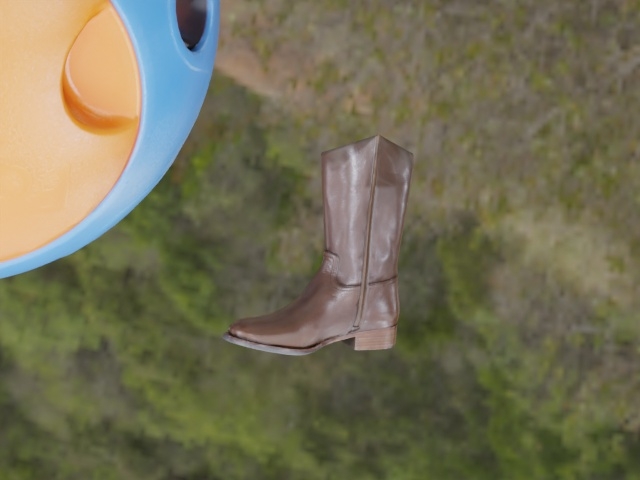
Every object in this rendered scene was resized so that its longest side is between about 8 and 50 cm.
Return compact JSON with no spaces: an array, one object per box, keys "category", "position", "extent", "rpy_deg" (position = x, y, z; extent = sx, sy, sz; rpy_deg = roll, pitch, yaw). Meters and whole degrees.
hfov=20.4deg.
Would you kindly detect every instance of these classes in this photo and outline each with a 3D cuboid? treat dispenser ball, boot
[{"category":"treat dispenser ball","position":[-0.195,-0.121,0.908],"extent":[0.288,0.288,0.288],"rpy_deg":[7,149,4]},{"category":"boot","position":[0.000,0.000,0.925],"extent":[0.106,0.114,0.037],"rpy_deg":[-2,-168,-34]}]
